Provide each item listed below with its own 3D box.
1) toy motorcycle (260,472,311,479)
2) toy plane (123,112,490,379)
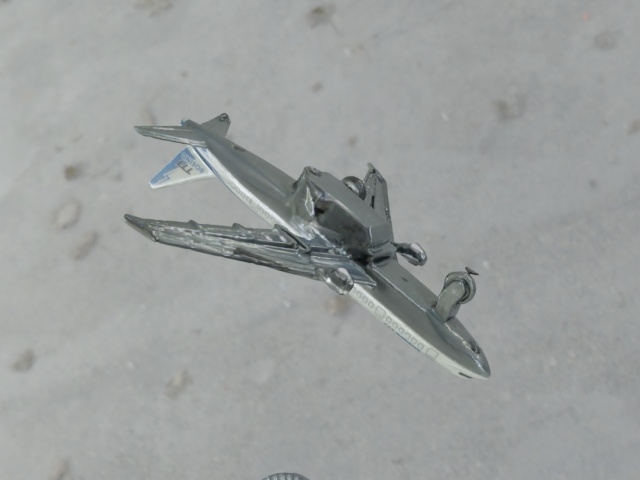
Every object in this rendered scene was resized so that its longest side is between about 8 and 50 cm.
[{"bbox_3d":[-0.081,0.295,0.912,0.260,0.110,0.171,-37,62,13],"label":"toy motorcycle"},{"bbox_3d":[0.000,-0.004,0.636,0.226,0.226,0.058,30,114,24],"label":"toy plane"}]
